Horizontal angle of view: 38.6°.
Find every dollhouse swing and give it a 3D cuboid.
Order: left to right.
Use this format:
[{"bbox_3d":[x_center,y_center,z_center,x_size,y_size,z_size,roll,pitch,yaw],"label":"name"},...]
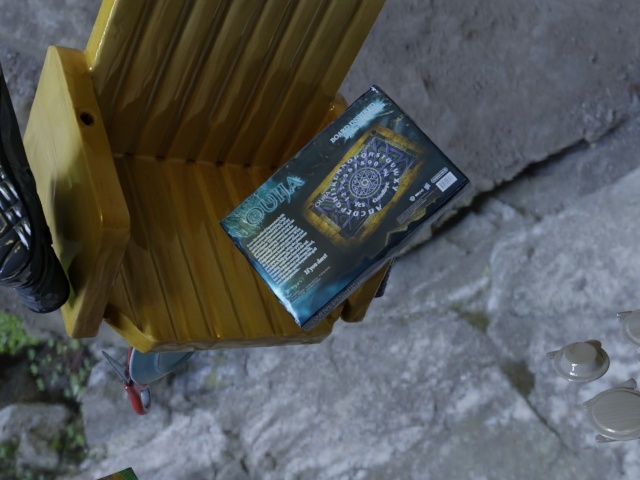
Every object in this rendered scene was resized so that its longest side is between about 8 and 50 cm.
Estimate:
[{"bbox_3d":[-0.053,-0.107,0.875,0.346,0.315,0.305,3,145,-39],"label":"dollhouse swing"}]

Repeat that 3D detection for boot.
[{"bbox_3d":[-0.274,-0.063,0.749,0.083,0.247,0.161,-16,169,-7],"label":"boot"}]

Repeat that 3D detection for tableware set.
[{"bbox_3d":[0.307,0.128,0.885,0.141,0.169,0.020,-16,126,0],"label":"tableware set"}]

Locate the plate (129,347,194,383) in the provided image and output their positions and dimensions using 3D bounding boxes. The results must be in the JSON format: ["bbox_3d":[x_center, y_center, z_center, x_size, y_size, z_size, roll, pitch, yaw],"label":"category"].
[{"bbox_3d":[-0.189,0.123,1.254,0.024,0.188,0.188,33,135,19],"label":"plate"}]

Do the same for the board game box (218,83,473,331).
[{"bbox_3d":[0.019,-0.030,0.782,0.186,0.126,0.026,-41,157,3],"label":"board game box"}]

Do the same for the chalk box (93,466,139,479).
[{"bbox_3d":[-0.247,0.401,1.069,0.132,0.213,0.132,-43,163,19],"label":"chalk box"}]

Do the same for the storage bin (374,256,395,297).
[{"bbox_3d":[0.000,0.000,1.176,0.180,0.122,0.084,8,116,-11],"label":"storage bin"}]

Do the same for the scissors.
[{"bbox_3d":[-0.274,0.205,1.312,0.021,0.109,0.297,-8,175,-4],"label":"scissors"}]
